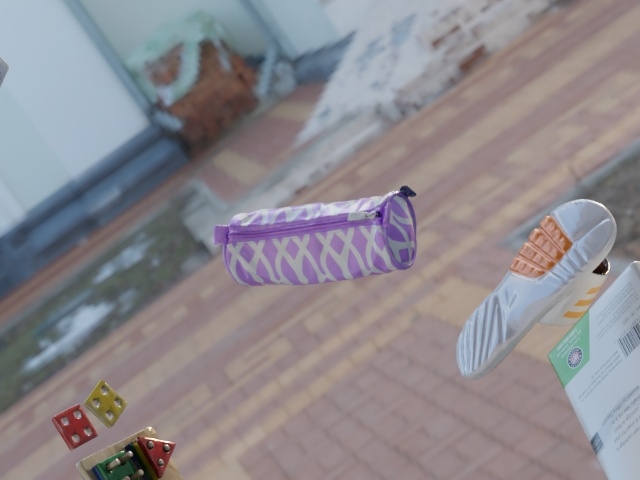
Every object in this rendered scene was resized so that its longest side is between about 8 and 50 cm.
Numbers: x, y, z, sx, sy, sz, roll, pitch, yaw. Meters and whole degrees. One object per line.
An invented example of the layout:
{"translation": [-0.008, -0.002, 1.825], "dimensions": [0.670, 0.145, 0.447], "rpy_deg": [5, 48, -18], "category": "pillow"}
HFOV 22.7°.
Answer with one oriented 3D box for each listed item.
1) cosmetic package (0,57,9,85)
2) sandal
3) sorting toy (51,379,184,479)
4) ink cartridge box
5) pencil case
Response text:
{"translation": [-0.470, -0.123, 1.590], "dimensions": [0.225, 0.138, 0.224], "rpy_deg": [12, 71, 25], "category": "cosmetic package"}
{"translation": [0.250, 0.060, 1.769], "dimensions": [0.265, 0.076, 0.102], "rpy_deg": [-51, 36, 32], "category": "sandal"}
{"translation": [-0.210, 0.287, 1.919], "dimensions": [0.046, 0.274, 0.132], "rpy_deg": [-38, -10, 36], "category": "sorting toy"}
{"translation": [0.345, 0.157, 1.620], "dimensions": [0.093, 0.219, 0.160], "rpy_deg": [7, -44, -34], "category": "ink cartridge box"}
{"translation": [0.000, 0.000, 1.640], "dimensions": [0.206, 0.086, 0.088], "rpy_deg": [-9, -19, 27], "category": "pencil case"}
